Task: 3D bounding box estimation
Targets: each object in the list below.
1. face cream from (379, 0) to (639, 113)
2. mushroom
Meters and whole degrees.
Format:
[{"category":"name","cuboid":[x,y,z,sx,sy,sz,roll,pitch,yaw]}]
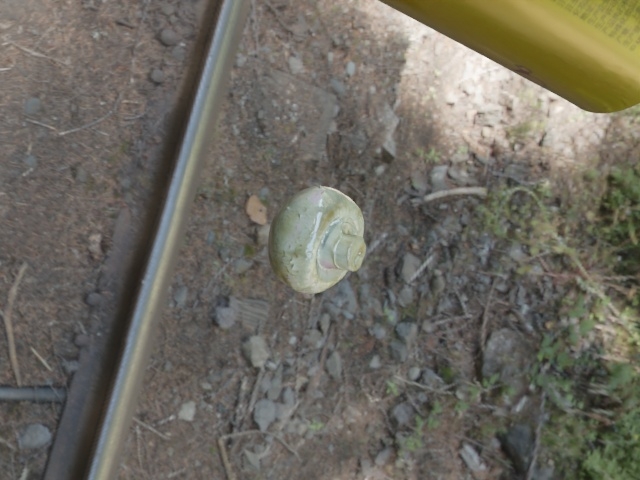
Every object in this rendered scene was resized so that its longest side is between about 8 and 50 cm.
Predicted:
[{"category":"face cream","cuboid":[0.048,-0.173,0.345,0.348,0.105,0.105,17,89,-28]},{"category":"mushroom","cuboid":[0.000,0.000,0.509,0.083,0.067,0.084,-28,125,-50]}]
